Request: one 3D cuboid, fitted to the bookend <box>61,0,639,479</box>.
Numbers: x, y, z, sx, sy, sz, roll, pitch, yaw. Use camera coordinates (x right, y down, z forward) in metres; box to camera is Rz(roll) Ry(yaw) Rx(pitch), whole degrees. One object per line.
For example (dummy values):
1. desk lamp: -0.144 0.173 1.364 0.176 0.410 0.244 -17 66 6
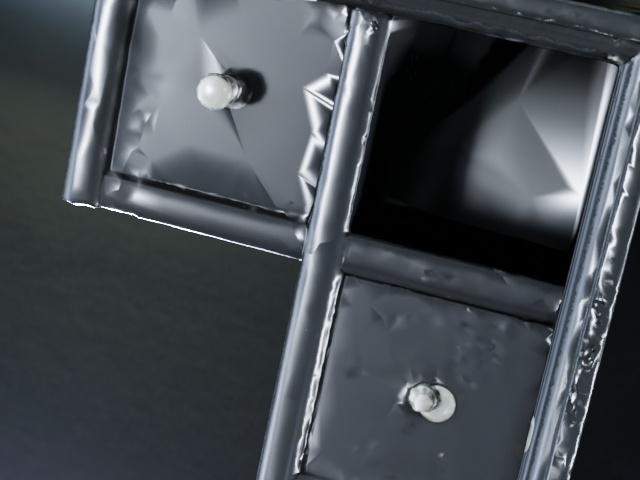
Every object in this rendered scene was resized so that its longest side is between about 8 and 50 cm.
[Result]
1. bookend: 0.000 0.000 0.413 0.157 0.156 0.072 15 -166 10
